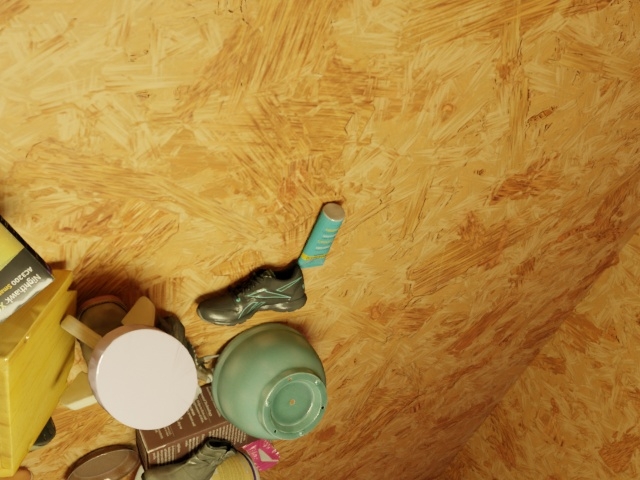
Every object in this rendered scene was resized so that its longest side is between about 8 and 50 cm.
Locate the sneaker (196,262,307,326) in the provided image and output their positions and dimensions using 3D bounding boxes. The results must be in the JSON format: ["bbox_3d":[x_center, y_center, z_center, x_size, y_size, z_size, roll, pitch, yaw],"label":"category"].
[{"bbox_3d":[-0.157,0.118,1.525,0.268,0.101,0.106,-12,119,-28],"label":"sneaker"}]

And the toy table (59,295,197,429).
[{"bbox_3d":[-0.367,0.233,1.263,0.252,0.161,0.274,-47,139,-28],"label":"toy table"}]

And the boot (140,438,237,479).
[{"bbox_3d":[-0.333,0.568,1.710,0.161,0.083,0.246,-48,150,9],"label":"boot"}]

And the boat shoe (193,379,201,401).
[{"bbox_3d":[-0.335,0.352,1.683,0.063,0.066,0.184,-41,145,-27],"label":"boat shoe"}]

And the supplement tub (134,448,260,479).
[{"bbox_3d":[-0.362,0.738,1.980,0.241,0.241,0.331,-43,145,15],"label":"supplement tub"}]

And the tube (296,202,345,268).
[{"bbox_3d":[0.000,0.000,1.530,0.080,0.052,0.207,-3,143,-23],"label":"tube"}]

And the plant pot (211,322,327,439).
[{"bbox_3d":[-0.102,0.375,1.664,0.293,0.196,0.292,-7,105,-27],"label":"plant pot"}]

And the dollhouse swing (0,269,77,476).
[{"bbox_3d":[-0.656,0.219,1.200,0.305,0.315,0.346,17,128,-1],"label":"dollhouse swing"}]

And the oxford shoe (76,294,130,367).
[{"bbox_3d":[-0.432,0.251,1.404,0.123,0.130,0.348,-17,141,-19],"label":"oxford shoe"}]

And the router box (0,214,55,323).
[{"bbox_3d":[-0.580,0.060,0.930,0.309,0.081,0.243,-42,117,-12],"label":"router box"}]

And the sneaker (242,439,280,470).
[{"bbox_3d":[-0.214,0.594,2.052,0.103,0.111,0.252,-27,123,-16],"label":"sneaker"}]

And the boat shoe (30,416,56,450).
[{"bbox_3d":[-0.714,0.425,1.388,0.120,0.122,0.324,-35,155,20],"label":"boat shoe"}]

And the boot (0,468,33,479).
[{"bbox_3d":[-0.784,0.561,1.564,0.197,0.073,0.152,-15,138,-29],"label":"boot"}]

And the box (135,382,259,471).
[{"bbox_3d":[-0.304,0.494,1.817,0.382,0.143,0.191,-14,141,-24],"label":"box"}]

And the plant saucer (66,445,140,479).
[{"bbox_3d":[-0.594,0.615,1.818,0.199,0.036,0.198,-22,146,-16],"label":"plant saucer"}]

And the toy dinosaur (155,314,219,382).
[{"bbox_3d":[-0.342,0.245,1.493,0.121,0.160,0.313,-3,135,13],"label":"toy dinosaur"}]
